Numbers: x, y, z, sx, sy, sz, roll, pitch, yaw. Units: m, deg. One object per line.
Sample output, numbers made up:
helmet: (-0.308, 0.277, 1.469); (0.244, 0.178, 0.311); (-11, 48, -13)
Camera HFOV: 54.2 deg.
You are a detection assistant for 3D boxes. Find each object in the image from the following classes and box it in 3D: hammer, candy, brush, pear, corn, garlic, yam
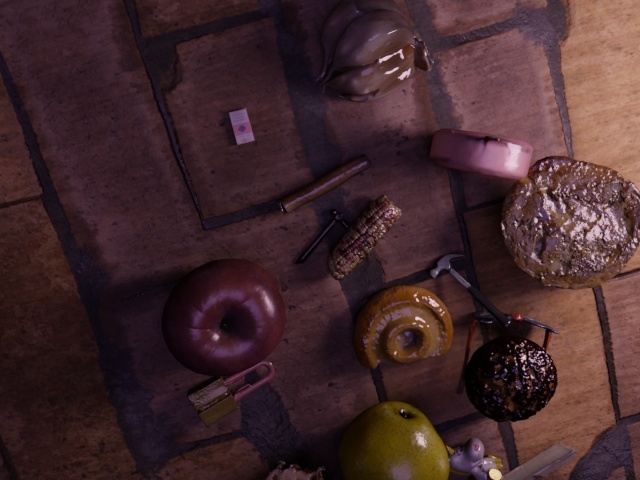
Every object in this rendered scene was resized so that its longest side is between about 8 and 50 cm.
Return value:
hammer: (0.408, 0.132, 1.649); (0.103, 0.029, 0.246); (-45, 73, -5)
hammer: (0.000, 0.000, 1.634); (0.065, 0.021, 0.178); (40, 94, -13)
candy: (0.390, -0.212, 1.526); (0.255, 0.255, 0.094); (9, 99, -9)
brush: (-0.228, 0.390, 1.663); (0.233, 0.047, 0.103); (-30, 102, -3)
pear: (0.190, 0.567, 1.633); (0.294, 0.294, 0.294); (-1, 100, -7)
corn: (0.105, -0.005, 1.615); (0.086, 0.086, 0.253); (40, 95, -12)
garlic: (0.120, -0.468, 1.524); (0.292, 0.210, 0.237); (-12, 135, -9)
yam: (0.011, -0.144, 1.597); (0.264, 0.046, 0.046); (-29, 102, -2)

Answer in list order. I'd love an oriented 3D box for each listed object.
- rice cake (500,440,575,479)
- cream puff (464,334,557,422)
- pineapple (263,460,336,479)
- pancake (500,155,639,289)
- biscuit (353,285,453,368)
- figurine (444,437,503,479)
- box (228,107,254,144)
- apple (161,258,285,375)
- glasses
rice cake: (0.620, 0.666, 1.812); (0.256, 0.057, 0.052); (-31, 101, -1)
cream puff: (0.493, 0.367, 1.616); (0.239, 0.165, 0.239); (-2, 120, -3)
pineapple: (-0.036, 0.773, 1.597); (0.352, 0.352, 0.300); (-37, 118, 0)
pancake: (0.625, -0.042, 1.563); (0.356, 0.065, 0.356); (0, 91, 4)
biscuit: (0.217, 0.228, 1.667); (0.274, 0.091, 0.213); (-14, 103, -2)
figurine: (0.427, 0.629, 1.769); (0.178, 0.109, 0.129); (39, 115, -9)
box: (-0.197, -0.284, 1.562); (0.046, 0.012, 0.083); (-16, 101, -5)
apple: (-0.234, 0.186, 1.530); (0.305, 0.235, 0.306); (-2, 101, -10)
glasses: (0.505, 0.325, 1.708); (0.234, 0.118, 0.268); (9, 99, -10)
